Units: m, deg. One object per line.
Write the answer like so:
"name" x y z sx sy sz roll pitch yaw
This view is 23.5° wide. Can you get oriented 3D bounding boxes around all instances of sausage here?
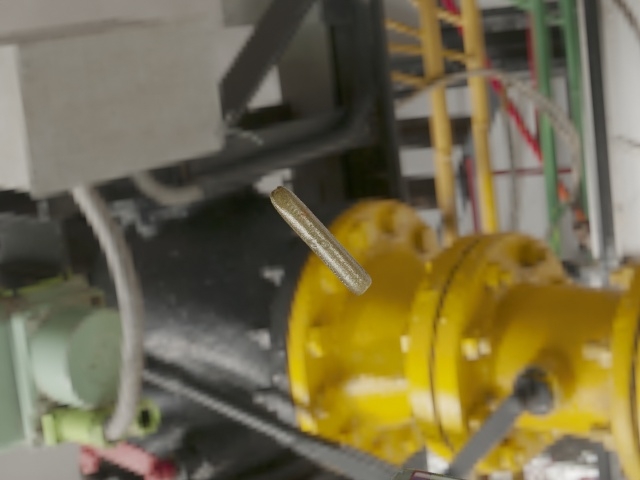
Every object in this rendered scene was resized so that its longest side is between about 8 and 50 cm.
"sausage" 0.000 0.000 1.388 0.024 0.132 0.024 -33 -153 20

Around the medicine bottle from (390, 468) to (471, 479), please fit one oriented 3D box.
"medicine bottle" 0.153 0.234 1.154 0.216 0.090 0.090 10 -165 12
